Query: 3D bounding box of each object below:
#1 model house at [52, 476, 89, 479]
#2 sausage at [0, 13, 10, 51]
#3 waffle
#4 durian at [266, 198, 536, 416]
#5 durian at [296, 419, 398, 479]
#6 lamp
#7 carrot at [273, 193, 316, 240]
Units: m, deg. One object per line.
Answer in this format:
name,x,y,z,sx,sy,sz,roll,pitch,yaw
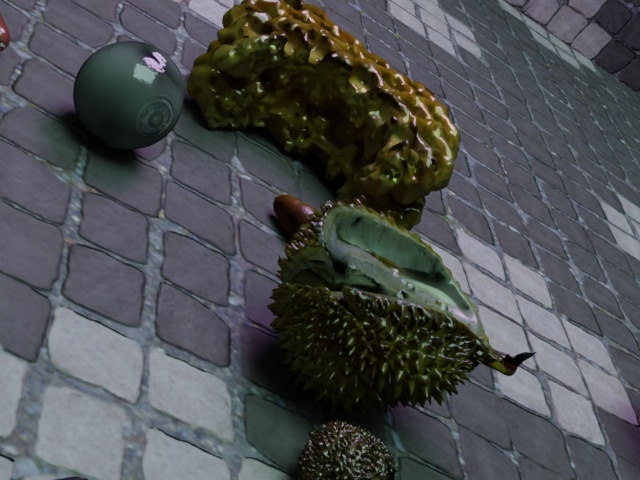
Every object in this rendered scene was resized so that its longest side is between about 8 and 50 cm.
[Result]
model house,-0.088,0.265,0.410,0.312,0.245,0.280,58,-14,-21
sausage,-0.350,-0.258,1.079,0.029,0.029,0.223,9,40,-46
waffle,0.011,-0.151,1.257,0.324,0.151,0.261,39,29,-4
durian,0.056,0.082,0.956,0.237,0.138,0.193,32,24,-9
durian,0.015,0.175,0.838,0.080,0.080,0.091,8,24,-47
lamp,-0.180,-0.137,1.028,0.105,0.105,0.105,31,28,-18
carrot,0.000,0.000,1.112,0.139,0.048,0.048,50,28,22
